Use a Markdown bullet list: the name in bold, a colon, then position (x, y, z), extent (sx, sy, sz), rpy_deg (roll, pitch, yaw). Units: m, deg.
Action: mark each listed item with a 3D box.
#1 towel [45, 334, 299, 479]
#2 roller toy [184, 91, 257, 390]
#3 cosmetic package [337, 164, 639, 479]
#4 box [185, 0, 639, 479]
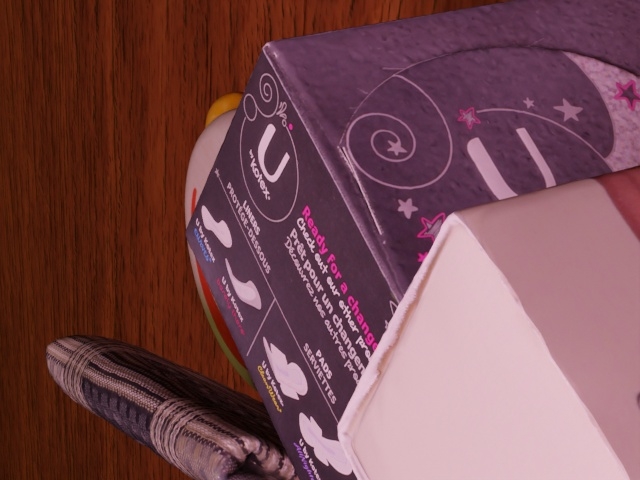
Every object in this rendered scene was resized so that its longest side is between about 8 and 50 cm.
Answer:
- **towel**: position (0.029, 0.139, 0.813), extent (0.056, 0.324, 0.312), rpy_deg (-64, 23, -7)
- **roller toy**: position (0.000, 0.000, 0.948), extent (0.191, 0.146, 0.209), rpy_deg (-2, 100, 63)
- **cosmetic package**: position (0.176, 0.049, 0.451), extent (0.153, 0.296, 0.129), rpy_deg (61, 151, 27)
- **box**: position (0.094, -0.003, 0.644), extent (0.163, 0.247, 0.142), rpy_deg (62, 150, 25)
